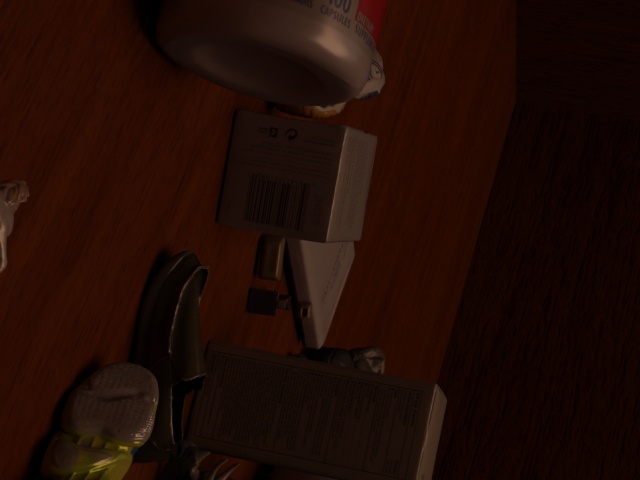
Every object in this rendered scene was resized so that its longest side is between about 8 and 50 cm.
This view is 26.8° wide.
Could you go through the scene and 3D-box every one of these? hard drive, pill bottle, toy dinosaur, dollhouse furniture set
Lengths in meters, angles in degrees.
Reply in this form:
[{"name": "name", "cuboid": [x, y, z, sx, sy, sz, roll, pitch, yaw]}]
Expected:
[{"name": "hard drive", "cuboid": [0.000, 0.000, 2.134, 0.318, 0.040, 0.210, 81, 24, -53]}, {"name": "pill bottle", "cuboid": [-0.017, -0.367, 1.422, 0.229, 0.229, 0.407, 49, 53, -72]}, {"name": "toy dinosaur", "cuboid": [-0.186, 0.368, 1.465, 0.121, 0.160, 0.313, -53, 149, -59]}, {"name": "dollhouse furniture set", "cuboid": [-0.052, 0.049, 1.924, 0.081, 0.091, 0.114, -90, -173, -86]}]

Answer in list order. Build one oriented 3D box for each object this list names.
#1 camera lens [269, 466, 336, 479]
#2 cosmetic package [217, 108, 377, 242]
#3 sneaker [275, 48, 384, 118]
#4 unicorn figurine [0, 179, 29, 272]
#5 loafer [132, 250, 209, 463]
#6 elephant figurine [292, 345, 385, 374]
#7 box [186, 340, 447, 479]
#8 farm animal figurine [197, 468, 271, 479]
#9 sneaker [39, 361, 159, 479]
[{"name": "camera lens", "cuboid": [0.009, 0.438, 2.136, 0.274, 0.219, 0.219, -64, 160, -45]}, {"name": "cosmetic package", "cuboid": [-0.026, -0.082, 1.756, 0.184, 0.151, 0.151, -4, 104, -76]}, {"name": "sneaker", "cuboid": [0.027, -0.266, 1.900, 0.296, 0.112, 0.131, -48, 146, -64]}, {"name": "unicorn figurine", "cuboid": [-0.272, -0.019, 1.047, 0.162, 0.060, 0.111, 73, 32, -62]}, {"name": "loafer", "cuboid": [-0.163, 0.137, 1.523, 0.094, 0.087, 0.251, 45, 57, -73]}, {"name": "elephant figurine", "cuboid": [0.038, 0.241, 2.274, 0.186, 0.169, 0.239, -115, -170, -64]}, {"name": "box", "cuboid": [-0.002, 0.235, 1.759, 0.121, 0.311, 0.148, 51, 51, -72]}, {"name": "farm animal figurine", "cuboid": [-0.029, 0.400, 1.727, 0.327, 0.330, 0.172, 51, 45, -70]}, {"name": "sneaker", "cuboid": [-0.239, 0.235, 1.360, 0.240, 0.091, 0.126, -64, 178, -46]}]
